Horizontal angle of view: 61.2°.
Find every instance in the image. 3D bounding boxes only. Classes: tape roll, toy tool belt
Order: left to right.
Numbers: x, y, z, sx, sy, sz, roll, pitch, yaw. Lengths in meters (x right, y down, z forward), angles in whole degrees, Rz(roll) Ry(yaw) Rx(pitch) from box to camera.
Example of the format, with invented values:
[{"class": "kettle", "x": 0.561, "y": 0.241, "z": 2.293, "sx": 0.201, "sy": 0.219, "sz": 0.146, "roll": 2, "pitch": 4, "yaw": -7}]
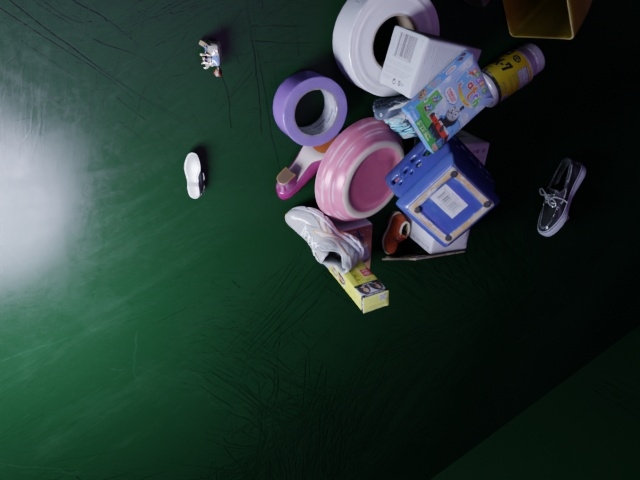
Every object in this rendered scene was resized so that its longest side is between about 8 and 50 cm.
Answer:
[{"class": "toy tool belt", "x": -0.267, "y": -0.441, "z": 1.311, "sx": 0.051, "sy": 0.052, "sz": 0.083, "roll": 4, "pitch": 116, "yaw": 4}, {"class": "tape roll", "x": -0.028, "y": -0.357, "z": 1.466, "sx": 0.189, "sy": 0.080, "sz": 0.189, "roll": -14, "pitch": 123, "yaw": -22}, {"class": "tape roll", "x": 0.178, "y": -0.541, "z": 1.460, "sx": 0.286, "sy": 0.100, "sz": 0.286, "roll": -13, "pitch": 123, "yaw": -21}]

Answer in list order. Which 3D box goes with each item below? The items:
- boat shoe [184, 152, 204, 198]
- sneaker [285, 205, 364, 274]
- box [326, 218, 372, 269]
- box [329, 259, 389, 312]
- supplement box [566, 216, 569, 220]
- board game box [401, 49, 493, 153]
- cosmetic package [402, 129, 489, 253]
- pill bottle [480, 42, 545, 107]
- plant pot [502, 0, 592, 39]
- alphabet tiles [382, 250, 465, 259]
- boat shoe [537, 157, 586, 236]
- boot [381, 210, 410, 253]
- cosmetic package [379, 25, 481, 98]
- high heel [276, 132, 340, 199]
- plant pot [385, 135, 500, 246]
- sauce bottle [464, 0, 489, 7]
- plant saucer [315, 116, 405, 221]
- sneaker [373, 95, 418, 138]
[{"class": "boat shoe", "x": -0.329, "y": -0.175, "z": 1.433, "sx": 0.046, "sy": 0.038, "sz": 0.125, "roll": 6, "pitch": 116, "yaw": 15}, {"class": "sneaker", "x": 0.000, "y": 0.000, "z": 1.592, "sx": 0.121, "sy": 0.262, "sz": 0.099, "roll": -55, "pitch": 173, "yaw": -42}, {"class": "box", "x": 0.088, "y": 0.014, "z": 1.740, "sx": 0.130, "sy": 0.091, "sz": 0.171, "roll": -14, "pitch": 124, "yaw": -21}, {"class": "box", "x": 0.110, "y": 0.117, "z": 1.604, "sx": 0.087, "sy": 0.232, "sz": 0.058, "roll": -15, "pitch": 124, "yaw": -17}, {"class": "supplement box", "x": 0.936, "y": -0.080, "z": 2.172, "sx": 0.098, "sy": 0.062, "sz": 0.036, "roll": -40, "pitch": 128, "yaw": -2}, {"class": "board game box", "x": 0.326, "y": -0.348, "z": 1.375, "sx": 0.211, "sy": 0.039, "sz": 0.160, "roll": -43, "pitch": 131, "yaw": 3}, {"class": "cosmetic package", "x": 0.391, "y": -0.164, "z": 1.739, "sx": 0.155, "sy": 0.197, "sz": 0.366, "roll": -8, "pitch": 119, "yaw": -24}, {"class": "pill bottle", "x": 0.583, "y": -0.517, "z": 1.684, "sx": 0.208, "sy": 0.119, "sz": 0.119, "roll": -34, "pitch": 128, "yaw": -8}, {"class": "plant pot", "x": 0.672, "y": -0.733, "z": 1.564, "sx": 0.187, "sy": 0.212, "sz": 0.212, "roll": -45, "pitch": 130, "yaw": -14}, {"class": "alphabet tiles", "x": 0.331, "y": 0.050, "z": 1.819, "sx": 0.198, "sy": 0.237, "sz": 0.009, "roll": -8, "pitch": 92, "yaw": -26}, {"class": "boat shoe", "x": 0.903, "y": -0.167, "z": 2.073, "sx": 0.104, "sy": 0.113, "sz": 0.306, "roll": 19, "pitch": 105, "yaw": -29}, {"class": "boot", "x": 0.256, "y": -0.012, "z": 1.823, "sx": 0.059, "sy": 0.084, "sz": 0.158, "roll": -6, "pitch": 122, "yaw": -28}, {"class": "cosmetic package", "x": 0.282, "y": -0.452, "z": 1.407, "sx": 0.183, "sy": 0.151, "sz": 0.152, "roll": 1, "pitch": 119, "yaw": -29}, {"class": "high heel", "x": -0.032, "y": -0.214, "z": 1.570, "sx": 0.244, "sy": 0.082, "sz": 0.117, "roll": -47, "pitch": 167, "yaw": -16}, {"class": "plant pot", "x": 0.341, "y": -0.140, "z": 1.503, "sx": 0.236, "sy": 0.212, "sz": 0.236, "roll": 39, "pitch": 113, "yaw": -18}, {"class": "sauce bottle", "x": 0.513, "y": -0.812, "z": 1.478, "sx": 0.111, "sy": 0.111, "sz": 0.344, "roll": 28, "pitch": 103, "yaw": -37}, {"class": "plant saucer", "x": 0.135, "y": -0.193, "z": 1.601, "sx": 0.332, "sy": 0.084, "sz": 0.332, "roll": -26, "pitch": 135, "yaw": -29}, {"class": "sneaker", "x": 0.246, "y": -0.347, "z": 1.534, "sx": 0.283, "sy": 0.110, "sz": 0.122, "roll": -21, "pitch": 114, "yaw": -49}]
